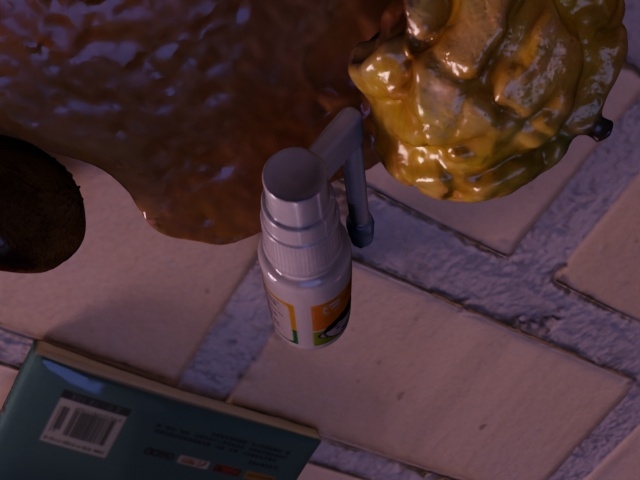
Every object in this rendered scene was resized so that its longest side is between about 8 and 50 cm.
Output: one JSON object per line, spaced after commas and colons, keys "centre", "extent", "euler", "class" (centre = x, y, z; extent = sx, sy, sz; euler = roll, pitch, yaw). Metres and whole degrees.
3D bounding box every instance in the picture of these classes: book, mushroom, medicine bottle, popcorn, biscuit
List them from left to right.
{"centre": [-0.207, -0.019, 0.549], "extent": [0.127, 0.127, 0.087], "euler": [12, 112, -20], "class": "mushroom"}
{"centre": [-0.197, 0.280, 0.766], "extent": [0.264, 0.031, 0.379], "euler": [24, 105, -26], "class": "book"}
{"centre": [-0.042, -0.190, 0.503], "extent": [0.385, 0.062, 0.365], "euler": [-41, 125, 15], "class": "biscuit"}
{"centre": [0.000, 0.000, 0.589], "extent": [0.092, 0.061, 0.220], "euler": [-48, 162, -18], "class": "medicine bottle"}
{"centre": [0.090, -0.101, 0.483], "extent": [0.152, 0.148, 0.167], "euler": [33, 96, 3], "class": "popcorn"}
